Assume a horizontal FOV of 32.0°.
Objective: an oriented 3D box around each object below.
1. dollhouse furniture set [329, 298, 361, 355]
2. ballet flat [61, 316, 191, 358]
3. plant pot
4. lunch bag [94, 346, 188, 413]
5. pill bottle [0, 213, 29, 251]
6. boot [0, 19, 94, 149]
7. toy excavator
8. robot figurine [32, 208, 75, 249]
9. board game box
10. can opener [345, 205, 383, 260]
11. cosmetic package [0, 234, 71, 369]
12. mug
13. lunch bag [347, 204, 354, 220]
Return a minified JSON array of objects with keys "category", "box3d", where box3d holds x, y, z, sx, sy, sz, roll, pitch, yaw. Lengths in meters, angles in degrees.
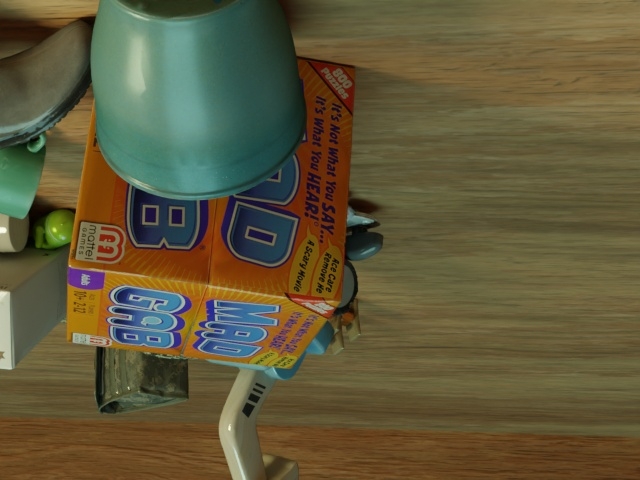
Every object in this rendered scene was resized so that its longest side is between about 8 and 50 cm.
[{"category":"dollhouse furniture set","box3d":[-0.078,0.172,2.507,0.262,0.135,0.259,14,144,-24]},{"category":"ballet flat","box3d":[-0.383,0.161,2.417,0.483,0.163,0.182,17,172,-23]},{"category":"plant pot","box3d":[-0.155,-0.231,1.334,0.272,0.271,0.255,3,144,3]},{"category":"lunch bag","box3d":[-0.444,0.277,2.633,0.169,0.235,0.287,14,156,-37]},{"category":"pill bottle","box3d":[-0.664,-0.030,2.070,0.221,0.121,0.121,1,158,7]},{"category":"boot","box3d":[-0.468,-0.215,1.465,0.338,0.118,0.223,-38,135,8]},{"category":"toy excavator","box3d":[-0.118,0.209,1.989,0.222,0.445,0.433,6,145,39]},{"category":"robot figurine","box3d":[-0.505,-0.022,2.133,0.115,0.067,0.101,-18,177,44]},{"category":"board game box","box3d":[-0.169,-0.043,1.639,0.357,0.356,0.356,8,158,-10]},{"category":"can opener","box3d":[0.000,0.000,2.081,0.074,0.093,0.280,22,157,-37]},{"category":"cosmetic package","box3d":[-0.604,0.106,2.101,0.197,0.155,0.365,4,-166,4]},{"category":"mug","box3d":[-0.515,-0.123,1.837,0.097,0.157,0.129,17,179,-22]},{"category":"lunch bag","box3d":[0.011,-0.061,1.968,0.083,0.053,0.071,-3,157,41]}]
